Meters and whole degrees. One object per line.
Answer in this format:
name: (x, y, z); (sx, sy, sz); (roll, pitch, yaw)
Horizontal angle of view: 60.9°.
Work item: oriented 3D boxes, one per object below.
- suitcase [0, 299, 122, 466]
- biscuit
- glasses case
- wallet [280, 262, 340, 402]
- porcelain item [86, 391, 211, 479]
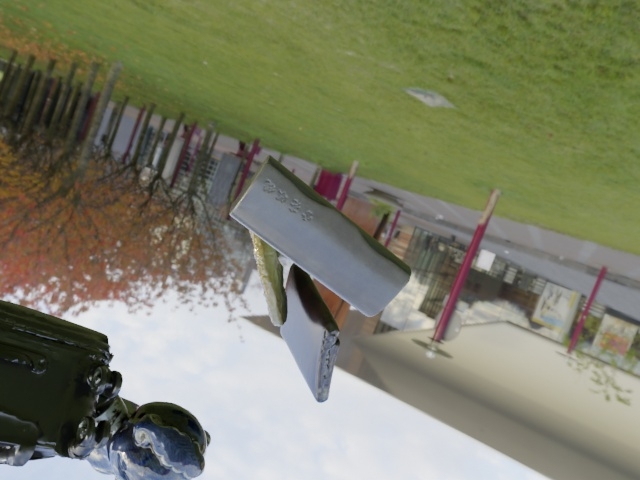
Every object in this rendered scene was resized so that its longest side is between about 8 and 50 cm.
suitcase: (-0.483, 0.194, 0.717); (0.433, 0.194, 0.283); (-21, 143, 37)
biscuit: (-0.097, 0.024, 0.993); (0.040, 0.266, 0.188); (-12, 180, 0)
glasses case: (0.001, 0.001, 0.550); (0.190, 0.072, 0.042); (38, -165, -16)
wallet: (-0.021, 0.165, 1.016); (0.049, 0.182, 0.229); (0, -154, -20)
porcelain item: (-0.303, 0.303, 0.866); (0.288, 0.138, 0.186); (-9, 123, 48)
